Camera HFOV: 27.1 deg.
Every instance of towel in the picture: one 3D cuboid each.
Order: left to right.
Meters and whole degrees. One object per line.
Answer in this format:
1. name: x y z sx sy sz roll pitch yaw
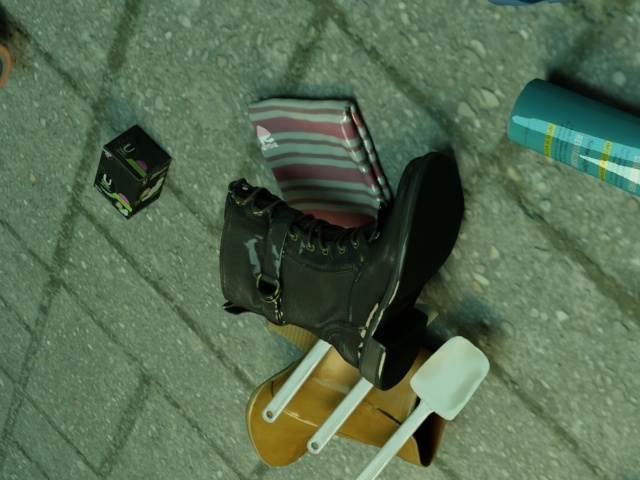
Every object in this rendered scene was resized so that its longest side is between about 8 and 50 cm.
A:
1. towel: 0.009 -0.048 1.287 0.144 0.029 0.197 4 124 47

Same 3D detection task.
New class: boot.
1. boot: 0.000 0.000 1.236 0.229 0.091 0.262 30 122 27
2. boot: 0.030 0.190 1.416 0.211 0.104 0.295 32 138 28

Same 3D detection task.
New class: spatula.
1. spatula: 0.046 0.145 1.308 0.168 0.019 0.242 42 121 11

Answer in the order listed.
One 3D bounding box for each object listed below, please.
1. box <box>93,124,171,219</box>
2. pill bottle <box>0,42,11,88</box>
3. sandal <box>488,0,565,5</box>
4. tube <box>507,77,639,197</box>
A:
1. box: -0.214 -0.077 1.504 0.062 0.052 0.083 43 145 11
2. pill bottle: -0.481 -0.257 1.585 0.246 0.130 0.130 36 143 22
3. sandal: 0.092 -0.227 0.949 0.317 0.138 0.126 15 94 37
4. tube: 0.242 -0.060 0.987 0.207 0.052 0.080 26 149 24
